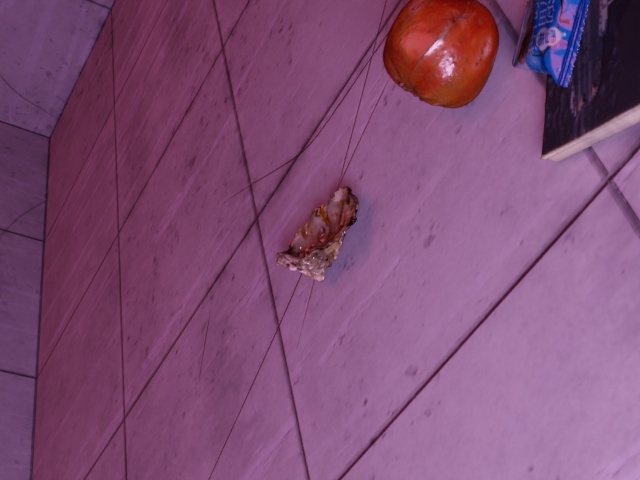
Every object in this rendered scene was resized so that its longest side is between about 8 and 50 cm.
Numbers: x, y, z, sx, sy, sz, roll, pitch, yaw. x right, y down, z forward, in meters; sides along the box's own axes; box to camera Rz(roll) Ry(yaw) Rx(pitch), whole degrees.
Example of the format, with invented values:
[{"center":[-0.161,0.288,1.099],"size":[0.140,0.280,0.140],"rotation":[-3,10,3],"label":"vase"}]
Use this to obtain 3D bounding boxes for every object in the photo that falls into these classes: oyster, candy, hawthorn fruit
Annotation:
[{"center":[-0.004,0.001,1.169],"size":[0.177,0.056,0.105],"rotation":[-38,31,46],"label":"oyster"},{"center":[0.208,-0.192,0.857],"size":[0.136,0.038,0.088],"rotation":[-115,31,-69],"label":"candy"},{"center":[0.125,-0.201,0.986],"size":[0.128,0.128,0.128],"rotation":[-39,41,46],"label":"hawthorn fruit"}]

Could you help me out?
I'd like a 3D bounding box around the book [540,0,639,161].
[{"center":[0.301,-0.239,0.741],"size":[0.374,0.028,0.263],"rotation":[-31,47,60],"label":"book"}]
